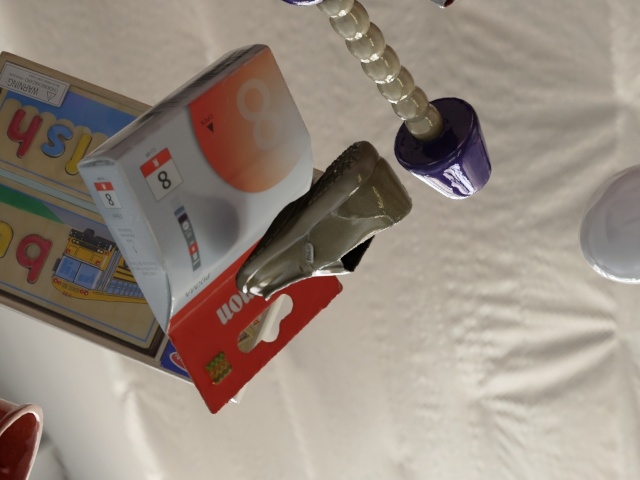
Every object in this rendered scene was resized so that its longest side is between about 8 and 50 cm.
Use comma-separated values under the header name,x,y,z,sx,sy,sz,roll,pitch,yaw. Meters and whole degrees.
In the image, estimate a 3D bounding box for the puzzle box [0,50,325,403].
name,x,y,z,sx,sy,sz,roll,pitch,yaw
puzzle box,-0.225,-0.018,1.691,0.409,0.272,0.052,21,-8,10

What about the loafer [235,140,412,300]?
name,x,y,z,sx,sy,sz,roll,pitch,yaw
loafer,0.000,0.000,0.864,0.050,0.056,0.148,39,-38,-7

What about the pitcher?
name,x,y,z,sx,sy,sz,roll,pitch,yaw
pitcher,0.370,-0.008,1.632,0.207,0.126,0.177,140,-44,-55

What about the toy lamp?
name,x,y,z,sx,sy,sz,roll,pitch,yaw
toy lamp,0.058,-0.129,1.205,0.080,0.080,0.274,27,-15,45

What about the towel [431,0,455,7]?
name,x,y,z,sx,sy,sz,roll,pitch,yaw
towel,0.128,-0.347,1.375,0.237,0.329,0.037,31,-32,30

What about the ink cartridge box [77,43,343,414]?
name,x,y,z,sx,sy,sz,roll,pitch,yaw
ink cartridge box,-0.050,-0.007,0.920,0.045,0.145,0.179,-8,-63,46

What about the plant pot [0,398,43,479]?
name,x,y,z,sx,sy,sz,roll,pitch,yaw
plant pot,-0.479,0.240,1.625,0.265,0.272,0.272,25,-30,6
